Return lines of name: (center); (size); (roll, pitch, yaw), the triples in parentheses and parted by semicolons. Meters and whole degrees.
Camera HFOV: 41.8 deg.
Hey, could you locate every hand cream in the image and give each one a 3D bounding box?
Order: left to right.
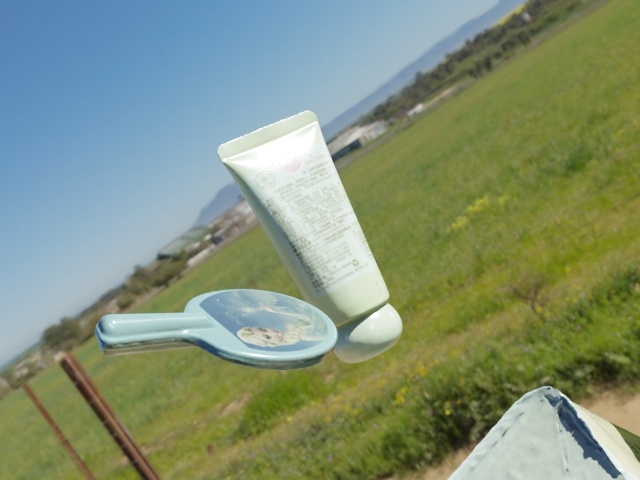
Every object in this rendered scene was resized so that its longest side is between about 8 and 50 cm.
hand cream: (0.000, 0.000, 1.017); (0.147, 0.305, 0.093); (-27, 3, -29)

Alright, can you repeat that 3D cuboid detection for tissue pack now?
tissue pack: (0.280, 0.374, 0.926); (0.332, 0.405, 0.205); (-50, 45, 11)

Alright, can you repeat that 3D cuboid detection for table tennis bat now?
table tennis bat: (-0.095, 0.084, 0.806); (0.237, 0.038, 0.149); (0, 24, -28)
